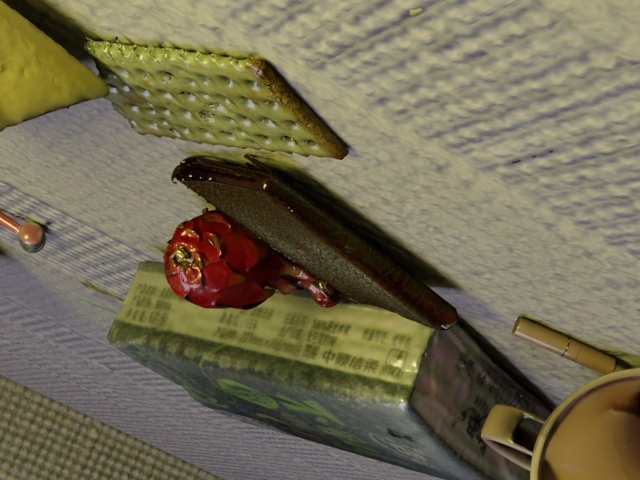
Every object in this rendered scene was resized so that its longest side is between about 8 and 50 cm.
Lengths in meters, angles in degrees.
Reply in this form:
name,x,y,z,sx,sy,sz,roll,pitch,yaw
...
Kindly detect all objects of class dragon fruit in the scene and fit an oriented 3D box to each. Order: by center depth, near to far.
name,x,y,z,sx,sy,sz,roll,pitch,yaw
dragon fruit,-0.064,0.025,1.292,0.190,0.094,0.094,14,173,-39

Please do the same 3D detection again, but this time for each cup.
name,x,y,z,sx,sy,sz,roll,pitch,yaw
cup,0.266,0.219,1.269,0.253,0.191,0.200,21,168,21

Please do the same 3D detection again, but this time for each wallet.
name,x,y,z,sx,sy,sz,roll,pitch,yaw
wallet,0.000,0.000,1.195,0.243,0.039,0.133,35,167,-36

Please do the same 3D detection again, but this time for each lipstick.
name,x,y,z,sx,sy,sz,roll,pitch,yaw
lipstick,0.211,0.092,1.230,0.094,0.019,0.019,24,164,-3

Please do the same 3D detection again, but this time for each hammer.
name,x,y,z,sx,sy,sz,roll,pitch,yaw
hammer,-0.356,-0.018,1.647,0.083,0.031,0.052,33,161,2

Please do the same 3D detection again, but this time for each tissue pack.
name,x,y,z,sx,sy,sz,roll,pitch,yaw
tissue pack,0.012,0.145,1.488,0.394,0.124,0.288,9,161,38

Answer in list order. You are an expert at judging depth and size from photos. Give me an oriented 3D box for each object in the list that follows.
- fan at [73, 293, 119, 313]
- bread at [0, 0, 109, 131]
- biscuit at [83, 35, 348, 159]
name,x,y,z,sx,sy,sz,roll,pitch,yaw
fan,-0.134,0.147,1.890,0.414,0.012,0.233,24,163,-13
bread,-0.287,-0.118,1.062,0.178,0.142,0.266,-11,-168,-38
biscuit,-0.090,-0.102,1.022,0.203,0.016,0.144,11,160,33
